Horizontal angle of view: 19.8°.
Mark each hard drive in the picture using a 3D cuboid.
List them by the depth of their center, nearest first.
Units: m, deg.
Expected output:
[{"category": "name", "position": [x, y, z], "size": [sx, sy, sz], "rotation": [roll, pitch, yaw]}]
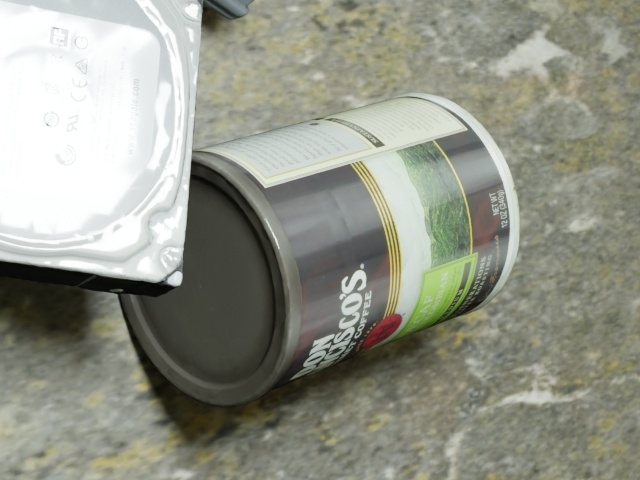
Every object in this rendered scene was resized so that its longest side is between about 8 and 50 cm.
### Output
[{"category": "hard drive", "position": [-0.255, -0.098, 1.299], "size": [0.339, 0.064, 0.237], "rotation": [9, 75, -21]}]

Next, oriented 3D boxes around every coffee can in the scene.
[{"category": "coffee can", "position": [0.000, 0.000, 1.494], "size": [0.275, 0.201, 0.201], "rotation": [-19, 96, -43]}]

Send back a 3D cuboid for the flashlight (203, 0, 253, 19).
[{"category": "flashlight", "position": [-0.161, -0.289, 1.464], "size": [0.304, 0.103, 0.103], "rotation": [30, 67, -37]}]
